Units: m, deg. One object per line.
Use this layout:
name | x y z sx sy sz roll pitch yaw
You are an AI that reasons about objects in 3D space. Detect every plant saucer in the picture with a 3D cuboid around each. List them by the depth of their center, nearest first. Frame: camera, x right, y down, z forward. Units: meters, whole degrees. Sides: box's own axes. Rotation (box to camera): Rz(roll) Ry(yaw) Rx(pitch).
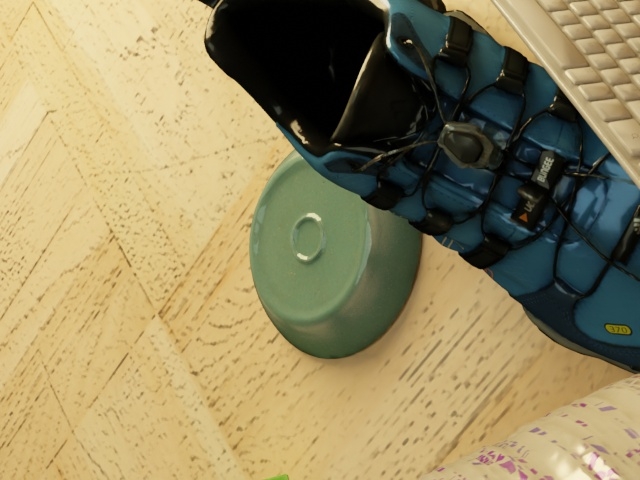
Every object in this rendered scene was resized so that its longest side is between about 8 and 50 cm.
plant saucer | 0.000 0.000 0.782 0.119 0.021 0.119 -9 78 45

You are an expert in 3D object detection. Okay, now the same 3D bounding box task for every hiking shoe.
hiking shoe | 0.066 -0.028 0.636 0.304 0.132 0.113 33 108 42

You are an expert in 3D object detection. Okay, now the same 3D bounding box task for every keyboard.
keyboard | 0.127 -0.058 0.590 0.256 0.072 0.014 -118 31 -46

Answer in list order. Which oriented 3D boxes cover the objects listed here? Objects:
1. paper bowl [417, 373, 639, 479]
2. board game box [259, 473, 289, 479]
paper bowl | 0.146 0.172 0.458 0.148 0.284 0.284 -25 57 -7
board game box | -0.136 0.246 0.698 0.046 0.317 0.213 105 149 -61
